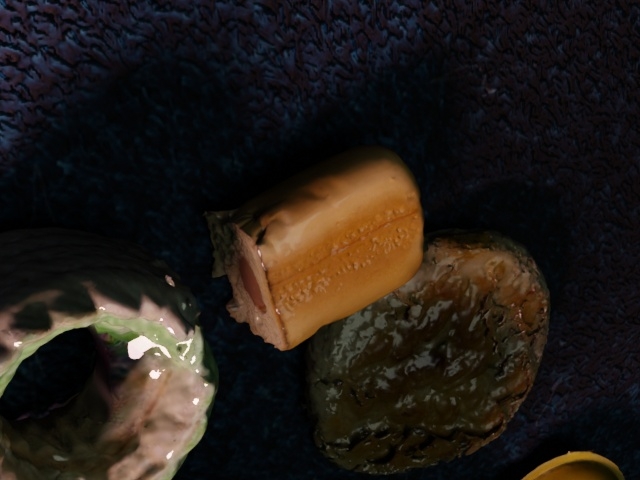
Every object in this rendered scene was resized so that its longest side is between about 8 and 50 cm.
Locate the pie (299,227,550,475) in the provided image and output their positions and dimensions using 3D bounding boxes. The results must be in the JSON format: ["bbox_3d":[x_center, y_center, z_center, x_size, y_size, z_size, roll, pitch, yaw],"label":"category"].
[{"bbox_3d":[0.102,0.108,1.171,0.274,0.055,0.274,-13,120,-24],"label":"pie"}]

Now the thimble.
[{"bbox_3d":[-0.189,0.094,0.897,0.219,0.150,0.219,-15,119,-28],"label":"thimble"}]

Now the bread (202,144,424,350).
[{"bbox_3d":[-0.001,0.000,1.027,0.173,0.085,0.134,-27,121,-21],"label":"bread"}]

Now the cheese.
[{"bbox_3d":[0.230,0.305,1.342,0.270,0.069,0.176,2,111,-24],"label":"cheese"}]
